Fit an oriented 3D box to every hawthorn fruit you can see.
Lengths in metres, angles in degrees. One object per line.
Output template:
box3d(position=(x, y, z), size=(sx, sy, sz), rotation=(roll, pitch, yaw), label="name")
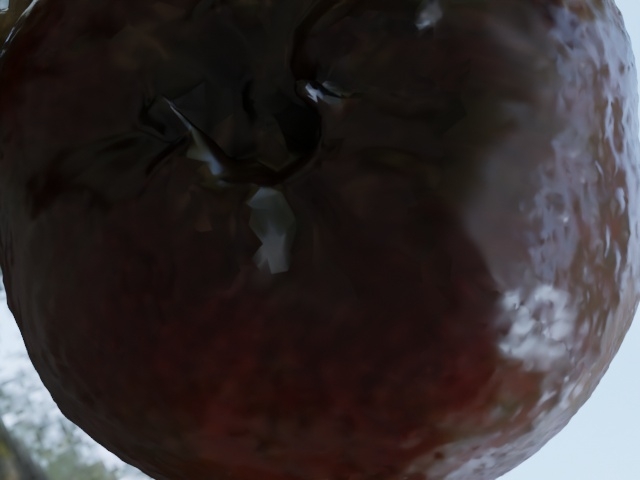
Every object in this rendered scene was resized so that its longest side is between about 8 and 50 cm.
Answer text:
box3d(position=(0.000, 0.000, 0.752), size=(0.285, 0.284, 0.369), rotation=(53, -15, 18), label="hawthorn fruit")

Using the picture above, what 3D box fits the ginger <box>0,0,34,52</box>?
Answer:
box3d(position=(-0.220, -0.055, 0.907), size=(0.294, 0.086, 0.131), rotation=(-19, -96, 13), label="ginger")
